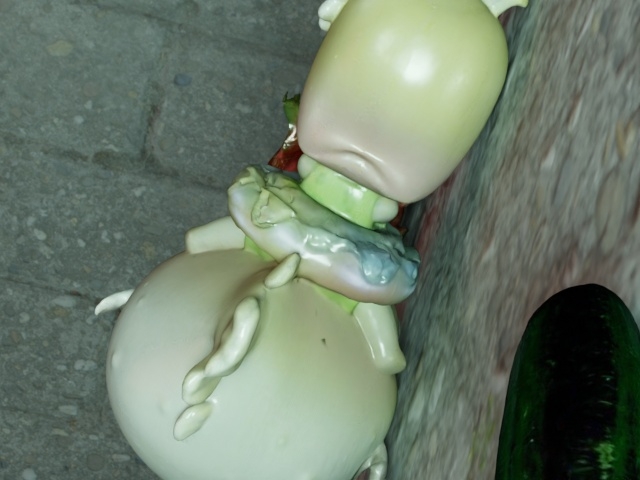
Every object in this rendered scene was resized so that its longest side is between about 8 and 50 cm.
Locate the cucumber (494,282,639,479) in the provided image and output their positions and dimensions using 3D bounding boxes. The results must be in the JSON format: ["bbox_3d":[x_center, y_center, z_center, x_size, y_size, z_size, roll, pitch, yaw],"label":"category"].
[{"bbox_3d":[0.073,0.104,0.323,0.284,0.056,0.056,-81,7,-51],"label":"cucumber"}]

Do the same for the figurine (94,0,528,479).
[{"bbox_3d":[0.000,0.000,0.752,0.394,0.226,0.274,-61,-4,17],"label":"figurine"}]

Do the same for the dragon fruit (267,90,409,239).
[{"bbox_3d":[0.010,-0.041,0.964,0.236,0.137,0.135,110,-176,-48],"label":"dragon fruit"}]
